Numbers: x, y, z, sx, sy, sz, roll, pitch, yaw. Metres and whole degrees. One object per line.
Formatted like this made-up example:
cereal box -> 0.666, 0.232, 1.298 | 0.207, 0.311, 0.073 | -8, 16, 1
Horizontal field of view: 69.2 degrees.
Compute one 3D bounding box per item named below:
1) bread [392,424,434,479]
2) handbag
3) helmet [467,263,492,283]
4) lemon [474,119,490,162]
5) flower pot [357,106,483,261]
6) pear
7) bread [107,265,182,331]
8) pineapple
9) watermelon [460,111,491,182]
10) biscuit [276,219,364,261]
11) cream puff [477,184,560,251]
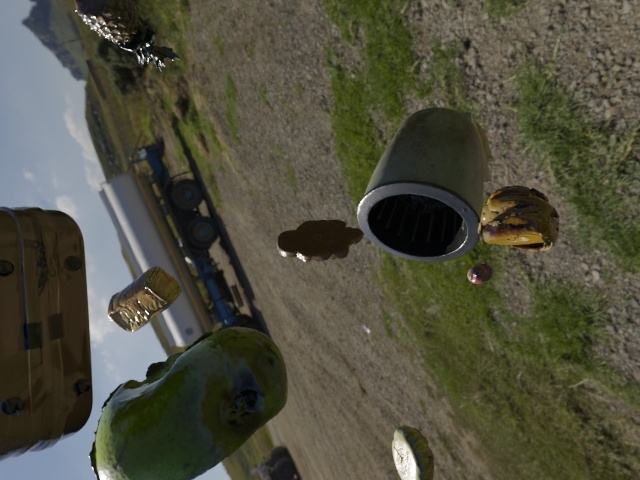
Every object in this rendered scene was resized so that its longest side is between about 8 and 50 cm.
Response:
bread -> 0.330, 0.758, 1.619 | 0.213, 0.105, 0.213 | 175, 90, -72
handbag -> -0.436, 0.113, 0.603 | 0.283, 0.149, 0.301 | -3, 91, 31
helmet -> 0.529, 0.113, 1.558 | 0.084, 0.049, 0.065 | -39, 62, 41
lemon -> 0.545, -0.363, 1.858 | 0.260, 0.261, 0.283 | 110, 152, -67
flower pot -> 0.273, -0.153, 1.188 | 0.293, 0.294, 0.330 | 90, -163, -53
pear -> -0.179, 0.234, 0.667 | 0.255, 0.238, 0.164 | -33, 89, 34
bread -> -0.643, 0.214, 1.684 | 0.152, 0.288, 0.119 | 47, -153, -20
pineapple -> -0.422, -0.469, 1.027 | 0.125, 0.125, 0.251 | 64, -171, 17
watermelon -> 0.498, -0.288, 1.604 | 0.292, 0.251, 0.282 | -126, 25, -47
biscuit -> 0.000, 0.000, 1.537 | 0.208, 0.291, 0.041 | -96, 0, -53
cream puff -> 0.319, -0.036, 0.755 | 0.133, 0.120, 0.104 | 147, 131, -79
